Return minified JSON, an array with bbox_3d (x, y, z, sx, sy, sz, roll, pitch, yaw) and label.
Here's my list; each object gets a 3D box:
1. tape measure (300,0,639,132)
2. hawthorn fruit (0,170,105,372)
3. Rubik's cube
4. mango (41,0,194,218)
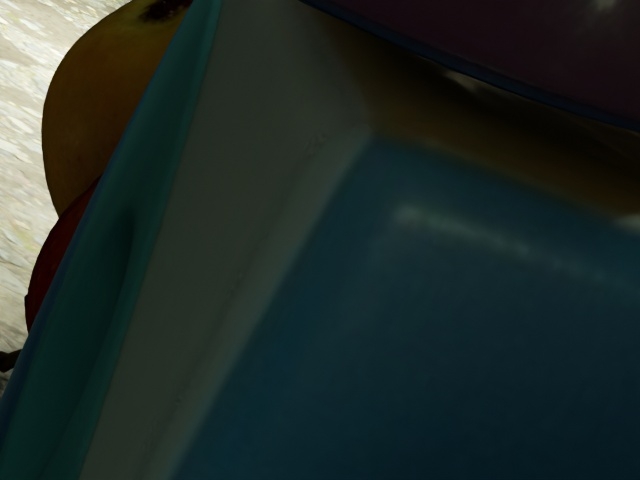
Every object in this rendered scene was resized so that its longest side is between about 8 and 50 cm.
[{"bbox_3d":[0.062,-0.131,0.500,0.232,0.149,0.245,14,19,-34],"label":"tape measure"},{"bbox_3d":[-0.081,0.050,0.966,0.230,0.266,0.210,52,28,-52],"label":"hawthorn fruit"},{"bbox_3d":[0.059,0.109,0.653,0.352,0.351,0.347,21,15,-15],"label":"Rubik's cube"},{"bbox_3d":[0.000,0.000,1.188,0.446,0.300,0.232,43,46,-12],"label":"mango"}]
